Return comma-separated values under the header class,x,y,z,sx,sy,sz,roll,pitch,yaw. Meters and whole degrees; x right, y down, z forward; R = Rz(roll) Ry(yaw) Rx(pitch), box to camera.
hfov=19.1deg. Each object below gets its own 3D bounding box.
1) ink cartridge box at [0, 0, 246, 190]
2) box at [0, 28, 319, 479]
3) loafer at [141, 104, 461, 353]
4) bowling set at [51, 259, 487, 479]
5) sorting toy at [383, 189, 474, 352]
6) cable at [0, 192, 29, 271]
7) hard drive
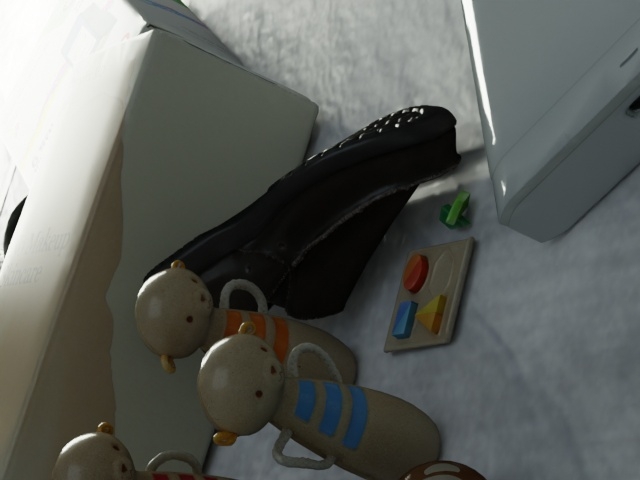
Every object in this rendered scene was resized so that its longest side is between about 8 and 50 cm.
class,x,y,z,sx,sy,sz,roll,pitch,yaw
ink cartridge box,-0.147,-0.101,1.368,0.154,0.093,0.212,-60,28,11
box,-0.124,0.041,1.167,0.148,0.121,0.311,-10,60,61
loafer,0.000,0.000,1.041,0.220,0.078,0.080,-33,0,35
bowling set,-0.026,0.113,0.881,0.200,0.154,0.287,-35,40,47
sorting toy,0.056,0.015,0.972,0.062,0.012,0.083,-17,54,58
cable,-0.202,0.067,1.405,0.139,0.072,0.287,-42,43,10
hard drive,0.143,-0.172,0.939,0.203,0.040,0.307,-46,32,34
